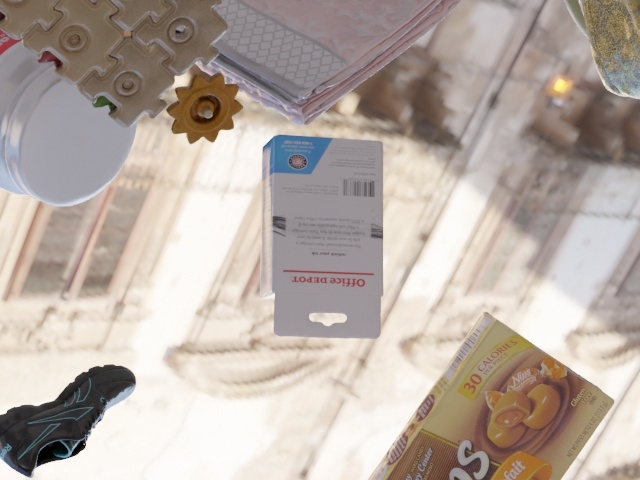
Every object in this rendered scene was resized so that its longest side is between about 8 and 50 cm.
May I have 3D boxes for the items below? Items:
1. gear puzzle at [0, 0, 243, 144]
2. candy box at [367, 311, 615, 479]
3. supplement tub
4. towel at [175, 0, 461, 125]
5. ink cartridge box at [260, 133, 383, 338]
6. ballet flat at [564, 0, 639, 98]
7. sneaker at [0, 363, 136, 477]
[{"bbox_3d":[-0.195,-0.218,1.419,0.339,0.175,0.044,40,-171,-39],"label":"gear puzzle"},{"bbox_3d":[0.192,0.269,1.690,0.183,0.316,0.087,35,-178,-5],"label":"candy box"},{"bbox_3d":[-0.364,-0.166,1.593,0.272,0.191,0.191,27,-162,34],"label":"supplement tub"},{"bbox_3d":[-0.036,-0.309,1.787,0.331,0.053,0.317,31,-124,30],"label":"towel"},{"bbox_3d":[0.000,0.000,1.245,0.104,0.180,0.060,3,172,-15],"label":"ink cartridge box"},{"bbox_3d":[0.237,-0.285,1.171,0.123,0.123,0.349,-10,-97,-57],"label":"ballet flat"},{"bbox_3d":[-0.391,0.289,2.170,0.267,0.101,0.106,-28,-125,-34],"label":"sneaker"}]
